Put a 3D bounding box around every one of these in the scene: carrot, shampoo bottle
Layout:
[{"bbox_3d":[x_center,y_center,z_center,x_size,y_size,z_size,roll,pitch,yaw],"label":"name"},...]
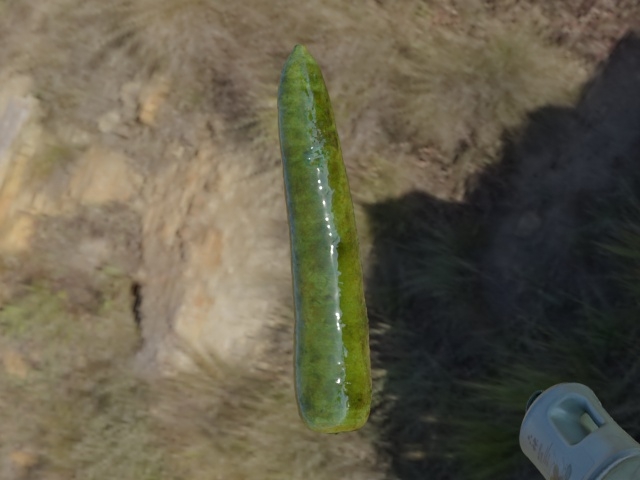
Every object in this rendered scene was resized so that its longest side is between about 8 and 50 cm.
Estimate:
[{"bbox_3d":[0.000,0.000,1.155,0.074,0.074,0.358,-3,93,44],"label":"carrot"},{"bbox_3d":[0.300,0.239,1.476,0.118,0.087,0.234,-62,22,12],"label":"shampoo bottle"}]
